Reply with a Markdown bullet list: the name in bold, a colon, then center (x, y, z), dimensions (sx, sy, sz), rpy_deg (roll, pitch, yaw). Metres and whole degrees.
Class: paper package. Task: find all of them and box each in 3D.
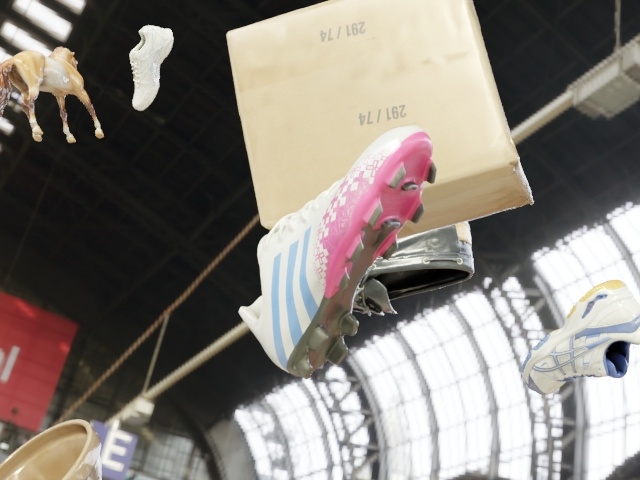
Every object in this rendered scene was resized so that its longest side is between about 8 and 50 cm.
- **paper package**: center (0.073, -0.161, 1.235), dimensions (0.324, 0.310, 0.168), rpy_deg (-16, -20, 12)

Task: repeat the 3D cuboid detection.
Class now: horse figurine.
- **horse figurine**: center (-0.451, -0.248, 1.558), dimensions (0.066, 0.175, 0.263), rpy_deg (-18, -2, 24)

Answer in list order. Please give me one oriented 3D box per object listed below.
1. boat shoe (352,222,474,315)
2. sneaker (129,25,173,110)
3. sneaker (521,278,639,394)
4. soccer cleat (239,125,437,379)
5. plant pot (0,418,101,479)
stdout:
- **boat shoe**: center (0.106, 0.091, 2.096), dimensions (0.499, 0.156, 0.187), rpy_deg (-20, -25, 5)
- **sneaker**: center (-0.310, -0.304, 1.668), dimensions (0.061, 0.152, 0.053), rpy_deg (9, 14, -40)
- **sneaker**: center (0.454, 0.201, 1.636), dimensions (0.111, 0.131, 0.296), rpy_deg (-15, -32, -32)
- **soccer cleat**: center (0.000, 0.000, 1.014), dimensions (0.143, 0.116, 0.331), rpy_deg (41, -56, 25)
- **plant pot**: center (-0.430, 0.404, 1.501), dimensions (0.237, 0.237, 0.110), rpy_deg (-15, -64, 38)
